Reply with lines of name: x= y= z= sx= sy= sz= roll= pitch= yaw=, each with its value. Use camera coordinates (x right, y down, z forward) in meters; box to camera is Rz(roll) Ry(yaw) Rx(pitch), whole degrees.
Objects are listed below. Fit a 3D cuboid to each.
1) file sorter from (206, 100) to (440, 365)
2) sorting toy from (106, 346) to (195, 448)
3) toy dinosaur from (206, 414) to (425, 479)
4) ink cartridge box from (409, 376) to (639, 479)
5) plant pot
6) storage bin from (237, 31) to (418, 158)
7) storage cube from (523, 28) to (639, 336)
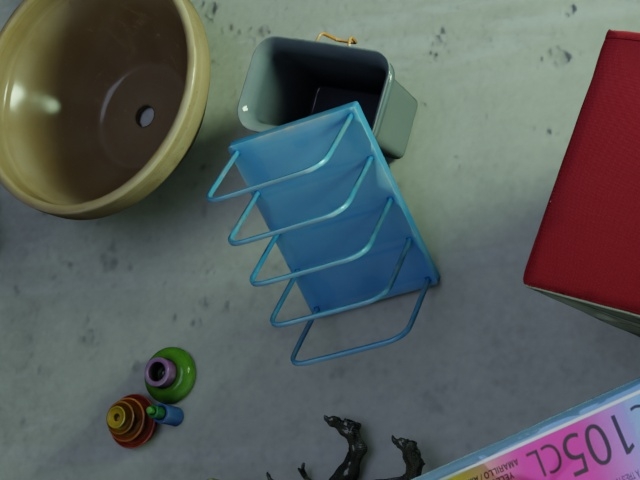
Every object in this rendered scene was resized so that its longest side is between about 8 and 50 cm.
file sorter: x=0.000 y=0.000 z=1.314 sx=0.118 sy=0.104 sz=0.170 roll=-16 pitch=114 yaw=25
sorting toy: x=-0.152 y=0.139 z=1.448 sx=0.061 sy=0.042 sz=0.102 roll=36 pitch=95 yaw=31
toy dinosaur: x=0.031 y=0.208 z=1.322 sx=0.268 sy=0.064 sz=0.118 roll=13 pitch=86 yaw=26
ink cartridge box: x=0.224 y=0.310 z=1.111 sx=0.270 sy=0.151 sz=0.395 roll=-28 pitch=75 yaw=22
plant pot: x=-0.185 y=-0.127 z=1.499 sx=0.237 sy=0.110 sz=0.237 roll=-8 pitch=74 yaw=28
storage bin: x=0.015 y=-0.119 z=1.396 sx=0.135 sy=0.091 sz=0.098 roll=12 pitch=83 yaw=30
storage cube: x=0.289 y=-0.018 z=1.145 sx=0.215 sy=0.184 sz=0.193 roll=17 pitch=85 yaw=43
